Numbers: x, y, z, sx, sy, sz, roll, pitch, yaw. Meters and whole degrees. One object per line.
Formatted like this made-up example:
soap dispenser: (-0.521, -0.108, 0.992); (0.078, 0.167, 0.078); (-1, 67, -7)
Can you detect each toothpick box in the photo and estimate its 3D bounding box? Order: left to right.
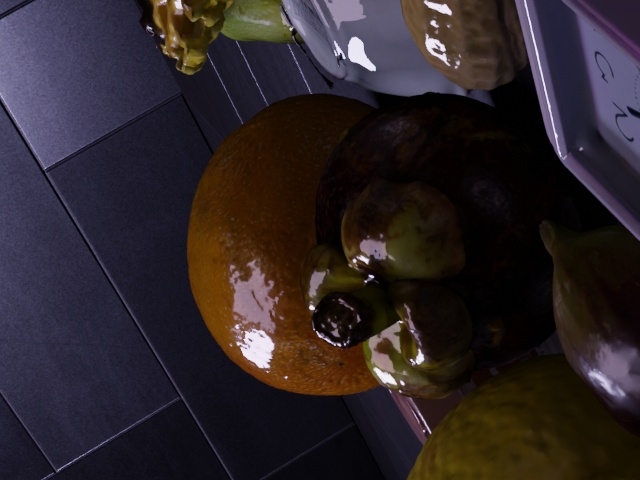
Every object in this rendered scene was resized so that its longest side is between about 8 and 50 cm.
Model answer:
toothpick box: (0.130, 0.093, 1.093); (0.098, 0.149, 0.098); (57, 172, 12)

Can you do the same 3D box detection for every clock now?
clock: (0.164, -0.050, 0.613); (0.197, 0.063, 0.150); (53, 172, 42)

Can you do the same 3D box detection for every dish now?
dish: (0.016, -0.180, 1.041); (0.229, 0.081, 0.229); (58, 173, 12)

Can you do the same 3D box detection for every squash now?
squash: (-0.027, -0.213, 1.266); (0.200, 0.090, 0.075); (18, 103, 60)

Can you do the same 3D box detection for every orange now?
orange: (0.000, 0.000, 1.249); (0.264, 0.264, 0.264); (58, 173, 11)

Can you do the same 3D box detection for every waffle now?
waffle: (-0.140, -0.318, 1.290); (0.312, 0.060, 0.307); (-126, 34, -55)

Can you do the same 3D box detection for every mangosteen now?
mangosteen: (0.066, 0.010, 0.930); (0.192, 0.217, 0.192); (30, 139, 31)

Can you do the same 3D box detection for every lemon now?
lemon: (0.166, 0.195, 0.881); (0.267, 0.267, 0.267); (58, 173, 11)

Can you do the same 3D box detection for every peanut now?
peanut: (0.073, -0.157, 0.770); (0.080, 0.080, 0.174); (52, 167, 45)

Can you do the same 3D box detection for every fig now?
fig: (0.172, 0.039, 0.774); (0.154, 0.103, 0.109); (42, 141, 42)
